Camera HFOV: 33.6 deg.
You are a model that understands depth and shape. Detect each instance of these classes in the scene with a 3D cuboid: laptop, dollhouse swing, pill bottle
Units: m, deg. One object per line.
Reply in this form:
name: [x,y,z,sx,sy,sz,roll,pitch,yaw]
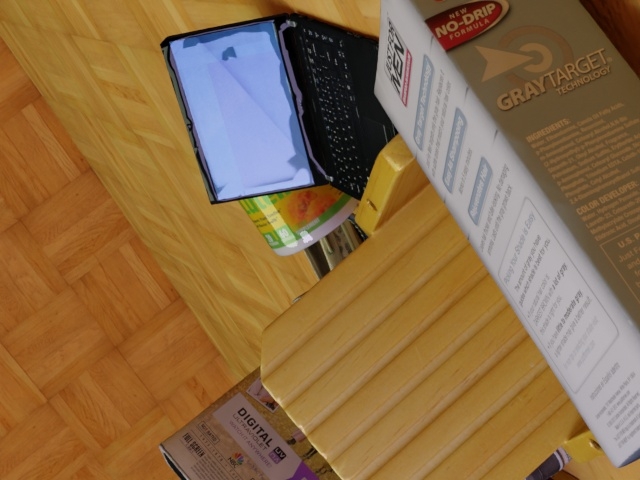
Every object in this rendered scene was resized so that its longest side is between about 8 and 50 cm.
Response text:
laptop: [-0.037,-0.125,1.216,0.264,0.136,0.234,32,145,48]
dollhouse swing: [0.130,0.093,1.009,0.347,0.305,0.315,49,164,11]
pill bottle: [-0.070,-0.113,1.399,0.245,0.136,0.136,55,164,-13]

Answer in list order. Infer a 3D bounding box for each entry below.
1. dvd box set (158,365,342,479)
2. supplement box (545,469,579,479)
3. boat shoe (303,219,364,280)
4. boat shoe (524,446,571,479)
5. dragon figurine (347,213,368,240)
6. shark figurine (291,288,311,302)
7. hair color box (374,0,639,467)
dvd box set: [0.065,0.228,1.267,0.307,0.420,0.062,43,159,24]
supplement box: [0.268,0.416,1.540,0.191,0.194,0.129,23,148,58]
boat shoe: [0.000,0.000,1.543,0.285,0.089,0.104,54,165,-7]
boat shoe: [0.230,0.277,1.502,0.108,0.102,0.301,58,163,-22]
dragon figurine: [0.082,0.102,1.444,0.289,0.144,0.085,54,163,-11]
shark figurine: [0.072,0.147,1.638,0.278,0.116,0.166,44,161,17]
hair color box: [0.177,-0.039,0.780,0.374,0.113,0.185,59,169,22]
